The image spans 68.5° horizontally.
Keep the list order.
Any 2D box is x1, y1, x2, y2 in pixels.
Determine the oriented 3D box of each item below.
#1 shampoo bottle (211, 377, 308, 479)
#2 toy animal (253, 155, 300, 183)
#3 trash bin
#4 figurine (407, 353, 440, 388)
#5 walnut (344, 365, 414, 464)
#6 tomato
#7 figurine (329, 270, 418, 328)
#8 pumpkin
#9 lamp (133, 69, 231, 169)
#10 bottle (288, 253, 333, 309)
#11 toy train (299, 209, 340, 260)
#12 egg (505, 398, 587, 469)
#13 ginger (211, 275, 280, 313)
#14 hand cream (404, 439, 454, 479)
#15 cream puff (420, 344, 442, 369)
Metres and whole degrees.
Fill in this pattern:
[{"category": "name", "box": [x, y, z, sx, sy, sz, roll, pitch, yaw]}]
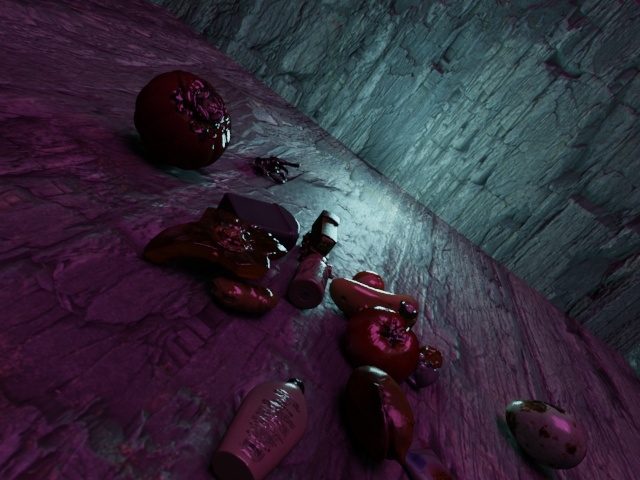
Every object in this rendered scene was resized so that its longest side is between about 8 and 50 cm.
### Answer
[{"category": "shampoo bottle", "box": [-0.091, 0.324, 0.833, 0.127, 0.078, 0.257, 36, 24, 9]}, {"category": "toy animal", "box": [-0.184, -0.305, 1.918, 0.148, 0.084, 0.232, 36, 26, 1]}, {"category": "trash bin", "box": [-0.177, -0.046, 1.406, 0.236, 0.101, 0.176, 14, 33, -40]}, {"category": "figurine", "box": [0.284, 0.365, 1.299, 0.095, 0.086, 0.082, 26, 23, -26]}, {"category": "walnut", "box": [0.126, 0.366, 1.007, 0.137, 0.137, 0.245, 25, 17, -28]}, {"category": "tomato", "box": [0.172, 0.267, 1.241, 0.225, 0.085, 0.224, 17, 52, -24]}, {"category": "figurine", "box": [0.167, 0.179, 1.449, 0.325, 0.124, 0.222, 23, 26, -23]}, {"category": "pumpkin", "box": [-0.231, 0.013, 1.138, 0.259, 0.095, 0.290, 25, 24, 5]}, {"category": "lamp", "box": [-0.417, -0.368, 1.451, 0.303, 0.257, 0.302, 18, 65, -44]}, {"category": "bottle", "box": [-0.020, 0.107, 1.332, 0.110, 0.097, 0.209, 17, 23, 2]}, {"category": "toy train", "box": [0.000, 0.000, 1.524, 0.090, 0.137, 0.225, 32, 22, -13]}, {"category": "egg", "box": [0.653, 0.558, 1.371, 0.231, 0.169, 0.169, 31, 19, 23]}, {"category": "ginger", "box": [-0.169, 0.131, 1.106, 0.190, 0.068, 0.095, 20, 26, -36]}, {"category": "hand cream", "box": [0.279, 0.554, 0.961, 0.125, 0.077, 0.340, 17, 25, -39]}, {"category": "cream puff", "box": [0.338, 0.356, 1.434, 0.083, 0.058, 0.083, 41, 24, 5]}]
